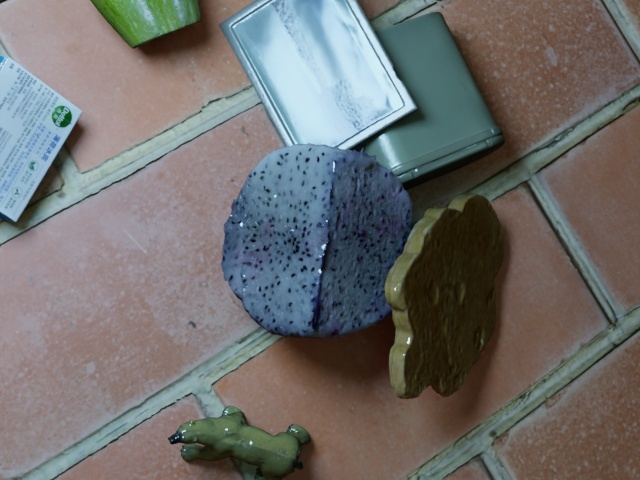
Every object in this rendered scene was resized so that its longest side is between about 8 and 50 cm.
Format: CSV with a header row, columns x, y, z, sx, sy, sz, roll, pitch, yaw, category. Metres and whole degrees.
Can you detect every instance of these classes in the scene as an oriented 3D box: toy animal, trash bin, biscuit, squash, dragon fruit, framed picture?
x,y,z,sx,sy,sz,roll,pitch,yaw,category
-0.117,0.300,1.353,0.218,0.101,0.103,21,79,-11,toy animal
0.149,-0.222,1.492,0.243,0.121,0.247,-21,85,-16,trash bin
0.193,0.088,1.425,0.376,0.051,0.269,-57,130,-34,biscuit
-0.261,-0.367,1.389,0.170,0.170,0.123,-27,104,-17,squash
0.000,0.000,1.383,0.221,0.204,0.283,4,94,-46,dragon fruit
-0.007,-0.274,1.437,0.213,0.016,0.289,-30,81,13,framed picture

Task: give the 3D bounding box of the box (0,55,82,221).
x,y,z,sx,sy,sz,roll,pitch,yaw,category
-0.456,-0.146,1.315,0.139,0.073,0.194,39,71,-39,box
